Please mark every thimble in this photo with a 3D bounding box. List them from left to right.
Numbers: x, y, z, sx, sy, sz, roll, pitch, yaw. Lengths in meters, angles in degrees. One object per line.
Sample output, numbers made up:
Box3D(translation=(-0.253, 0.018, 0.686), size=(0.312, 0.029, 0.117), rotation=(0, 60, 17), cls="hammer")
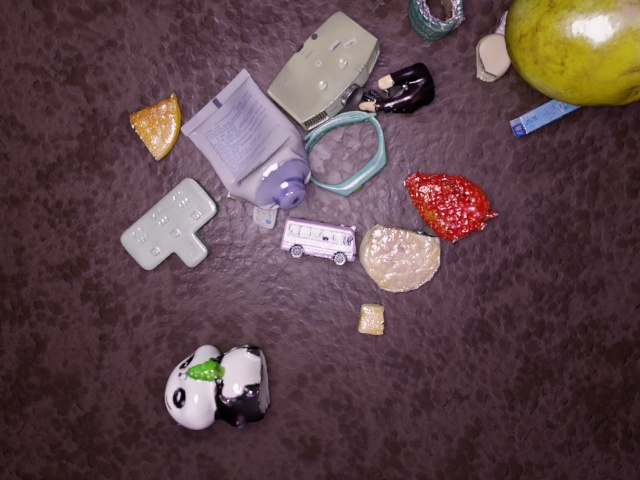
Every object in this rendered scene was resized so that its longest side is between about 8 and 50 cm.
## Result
Box3D(translation=(0.283, -0.572, 1.024), size=(0.118, 0.090, 0.135), rotation=(-27, 97, 6), cls="thimble")

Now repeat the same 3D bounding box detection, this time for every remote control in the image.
Box3D(translation=(-0.124, -0.148, 1.105), size=(0.073, 0.044, 0.229), rotation=(19, 103, 23), cls="remote control")

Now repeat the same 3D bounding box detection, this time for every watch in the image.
Box3D(translation=(0.067, -0.231, 1.083), size=(0.237, 0.068, 0.195), rotation=(-38, 92, 9), cls="watch")

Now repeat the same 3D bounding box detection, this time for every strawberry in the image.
Box3D(translation=(0.336, -0.109, 1.071), size=(0.174, 0.098, 0.228), rotation=(-41, 95, 4), cls="strawberry")

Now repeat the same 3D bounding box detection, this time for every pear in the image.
Box3D(translation=(0.592, -0.464, 0.879), size=(0.352, 0.352, 0.413), rotation=(-40, 54, 5), cls="pear")

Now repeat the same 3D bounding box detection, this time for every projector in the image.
Box3D(translation=(0.020, -0.405, 1.027), size=(0.269, 0.088, 0.193), rotation=(-46, 72, 5), cls="projector")

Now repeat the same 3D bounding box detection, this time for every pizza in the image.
Box3D(translation=(-0.436, -0.302, 1.094), size=(0.130, 0.041, 0.178), rotation=(5, 97, -2), cls="pizza")

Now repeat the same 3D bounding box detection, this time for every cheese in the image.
Box3D(translation=(0.441, -0.494, 1.051), size=(0.092, 0.047, 0.171), rotation=(3, 97, -2), cls="cheese")

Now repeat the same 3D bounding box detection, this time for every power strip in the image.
Box3D(translation=(-0.381, -0.019, 1.117), size=(0.265, 0.059, 0.194), rotation=(-40, 94, 4), cls="power strip")

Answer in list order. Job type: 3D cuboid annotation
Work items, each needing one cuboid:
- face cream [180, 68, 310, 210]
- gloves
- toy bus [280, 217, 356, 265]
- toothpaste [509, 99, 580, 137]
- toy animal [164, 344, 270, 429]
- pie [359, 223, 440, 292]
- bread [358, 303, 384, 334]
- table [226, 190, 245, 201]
Box3D(translation=(-0.172, -0.232, 0.999), size=(0.235, 0.137, 0.420), rotation=(-42, 63, 6), cls="face cream")
Box3D(translation=(0.185, -0.354, 1.032), size=(0.180, 0.129, 0.106), rotation=(-28, 98, 5), cls="gloves")
Box3D(translation=(0.000, 0.000, 1.094), size=(0.198, 0.096, 0.108), rotation=(9, 92, 3), cls="toy bus")
Box3D(translation=(0.626, -0.350, 1.054), size=(0.272, 0.066, 0.053), rotation=(-27, 96, 4), cls="toothpaste")
Box3D(translation=(-0.269, 0.380, 1.088), size=(0.266, 0.212, 0.213), rotation=(-1, 97, -5), cls="toy animal")
Box3D(translation=(0.210, 0.051, 1.115), size=(0.218, 0.052, 0.185), rotation=(13, 95, -2), cls="pie")
Box3D(translation=(0.141, 0.217, 1.145), size=(0.070, 0.035, 0.083), rotation=(3, 90, 0), cls="bread")
Box3D(translation=(-0.189, -0.139, 1.080), size=(0.083, 0.062, 0.079), rotation=(14, 99, 30), cls="table")
